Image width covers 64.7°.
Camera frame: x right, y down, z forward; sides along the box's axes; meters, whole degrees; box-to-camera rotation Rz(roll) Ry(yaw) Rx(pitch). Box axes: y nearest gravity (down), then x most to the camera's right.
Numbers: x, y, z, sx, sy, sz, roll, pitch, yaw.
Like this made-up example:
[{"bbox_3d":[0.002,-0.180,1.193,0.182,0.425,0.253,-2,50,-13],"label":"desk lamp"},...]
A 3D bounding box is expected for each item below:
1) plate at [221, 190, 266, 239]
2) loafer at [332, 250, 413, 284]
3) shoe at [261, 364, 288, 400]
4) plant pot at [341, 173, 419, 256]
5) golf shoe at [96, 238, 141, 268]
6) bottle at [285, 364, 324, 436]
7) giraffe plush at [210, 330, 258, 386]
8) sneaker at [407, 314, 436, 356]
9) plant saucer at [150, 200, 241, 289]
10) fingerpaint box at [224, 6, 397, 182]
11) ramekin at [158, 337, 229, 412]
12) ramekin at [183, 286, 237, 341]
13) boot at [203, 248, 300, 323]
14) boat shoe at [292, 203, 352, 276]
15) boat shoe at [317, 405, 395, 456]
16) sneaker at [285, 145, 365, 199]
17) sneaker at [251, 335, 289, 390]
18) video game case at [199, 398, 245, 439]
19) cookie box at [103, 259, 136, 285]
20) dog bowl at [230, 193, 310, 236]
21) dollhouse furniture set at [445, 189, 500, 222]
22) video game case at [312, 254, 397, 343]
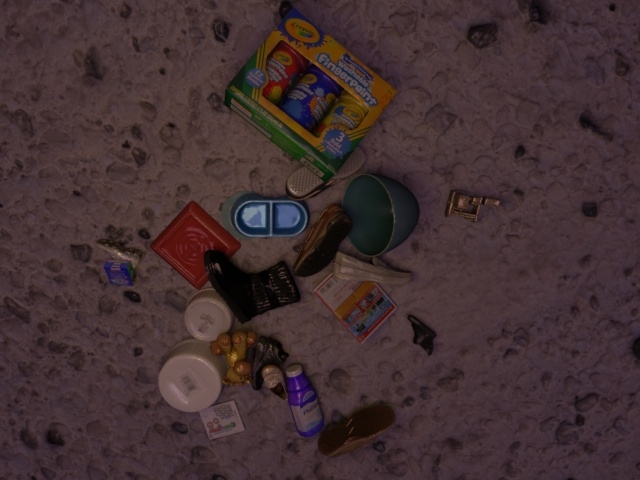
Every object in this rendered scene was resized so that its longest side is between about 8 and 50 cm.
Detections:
[{"bbox_3d":[-0.284,-0.093,1.918,0.188,0.024,0.188,0,103,1],"label":"plate"},{"bbox_3d":[0.202,0.104,1.897,0.320,0.112,0.111,8,92,-17],"label":"loafer"},{"bbox_3d":[-0.171,0.559,1.984,0.077,0.058,0.219,-26,136,-7],"label":"shoe"},{"bbox_3d":[0.238,-0.099,1.805,0.196,0.290,0.290,-9,104,-32],"label":"plant pot"},{"bbox_3d":[-0.781,0.056,1.938,0.176,0.069,0.085,23,107,-3],"label":"golf shoe"},{"bbox_3d":[-0.070,0.637,2.024,0.092,0.118,0.282,-4,105,44],"label":"bottle"},{"bbox_3d":[-0.321,0.462,1.924,0.182,0.170,0.210,-4,147,-19],"label":"giraffe plush"},{"bbox_3d":[0.390,0.373,1.993,0.170,0.051,0.089,37,96,-10],"label":"sneaker"},{"bbox_3d":[-0.483,0.025,1.935,0.259,0.047,0.258,44,99,-7],"label":"plant saucer"},{"bbox_3d":[-0.033,-0.481,1.701,0.445,0.163,0.371,38,78,-6],"label":"fingerpaint box"},{"bbox_3d":[-0.502,0.539,2.000,0.278,0.135,0.277,0,102,0],"label":"ramekin"},{"bbox_3d":[-0.428,0.294,1.960,0.207,0.109,0.207,0,102,0],"label":"ramekin"},{"bbox_3d":[-0.251,0.134,1.893,0.260,0.131,0.347,-25,120,8],"label":"boot"},{"bbox_3d":[0.000,0.000,1.890,0.123,0.119,0.324,15,125,-39],"label":"boat shoe"},{"bbox_3d":[0.156,0.781,2.065,0.341,0.121,0.110,-27,138,9],"label":"boat shoe"},{"bbox_3d":[0.009,-0.248,1.839,0.321,0.127,0.126,-27,87,-18],"label":"sneaker"},{"bbox_3d":[-0.202,0.500,2.011,0.131,0.087,0.227,13,98,2],"label":"sneaker"},{"bbox_3d":[-0.409,0.745,2.101,0.157,0.019,0.143,-16,101,5],"label":"video game case"},{"bbox_3d":[-0.766,0.124,1.937,0.092,0.040,0.107,4,135,1],"label":"cookie box"},{"bbox_3d":[-0.183,-0.086,1.873,0.298,0.074,0.165,0,102,-8],"label":"dog bowl"},{"bbox_3d":[0.564,-0.108,1.831,0.182,0.161,0.101,11,102,-1],"label":"dollhouse furniture set"},{"bbox_3d":[0.135,0.225,1.944,0.204,0.025,0.285,-43,98,-12],"label":"video game case"}]
